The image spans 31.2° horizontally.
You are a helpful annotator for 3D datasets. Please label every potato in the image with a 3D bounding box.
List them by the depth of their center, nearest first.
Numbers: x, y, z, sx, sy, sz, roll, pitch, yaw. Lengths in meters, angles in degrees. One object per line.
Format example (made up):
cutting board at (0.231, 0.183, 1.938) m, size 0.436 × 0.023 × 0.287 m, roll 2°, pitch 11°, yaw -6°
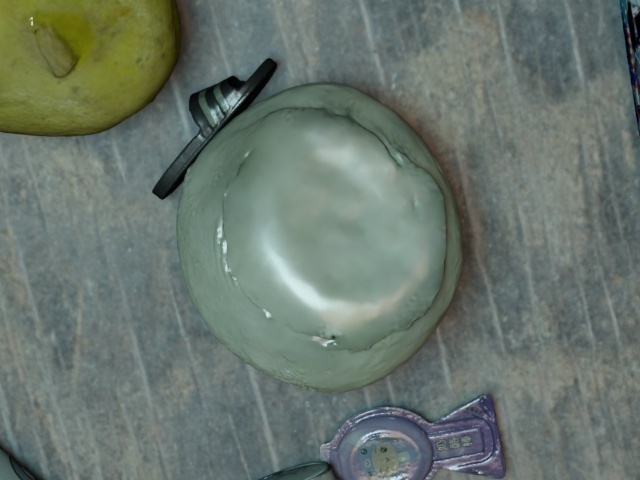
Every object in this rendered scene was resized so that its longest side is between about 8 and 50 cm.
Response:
potato at (-0.328, -0.186, 1.052) m, size 0.397 × 0.290 × 0.296 m, roll -29°, pitch 127°, yaw 24°

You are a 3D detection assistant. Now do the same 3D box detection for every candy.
candy at (0.000, 0.000, 1.099) m, size 0.295 × 0.185 × 0.296 m, roll -1°, pitch 84°, yaw 6°

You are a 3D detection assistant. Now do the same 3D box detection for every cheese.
cheese at (0.094, 0.220, 1.204) m, size 0.190 × 0.042 × 0.105 m, roll -13°, pitch 99°, yaw 3°

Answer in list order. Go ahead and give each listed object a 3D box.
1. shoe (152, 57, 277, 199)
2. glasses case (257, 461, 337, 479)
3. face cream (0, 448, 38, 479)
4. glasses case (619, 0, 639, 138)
shoe at (-0.118, -0.121, 1.138) m, size 0.049 × 0.071 × 0.179 m, roll 42°, pitch 101°, yaw -3°
glasses case at (0.019, 0.384, 1.219) m, size 0.114 × 0.060 × 0.299 m, roll -20°, pitch 100°, yaw 25°
face cream at (-0.314, 0.296, 1.192) m, size 0.214 × 0.096 × 0.096 m, roll 42°, pitch 97°, yaw -7°
glasses case at (0.369, -0.168, 1.122) m, size 0.125 × 0.076 × 0.328 m, roll -11°, pitch 100°, yaw 0°
